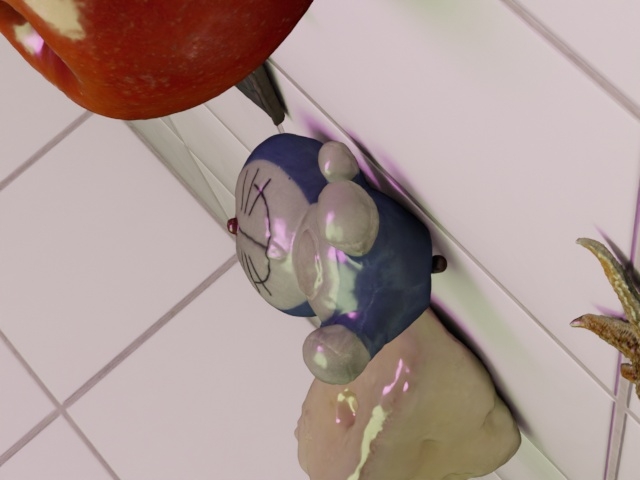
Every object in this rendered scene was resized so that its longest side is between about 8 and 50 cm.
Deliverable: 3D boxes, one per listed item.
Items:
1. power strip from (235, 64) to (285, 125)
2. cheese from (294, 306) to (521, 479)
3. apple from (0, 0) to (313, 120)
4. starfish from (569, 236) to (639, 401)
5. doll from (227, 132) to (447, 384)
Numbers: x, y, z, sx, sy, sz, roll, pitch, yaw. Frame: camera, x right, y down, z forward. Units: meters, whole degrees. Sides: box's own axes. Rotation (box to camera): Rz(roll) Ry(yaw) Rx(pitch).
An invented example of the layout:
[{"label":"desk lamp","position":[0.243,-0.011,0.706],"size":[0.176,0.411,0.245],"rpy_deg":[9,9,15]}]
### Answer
[{"label":"power strip","position":[-0.160,-0.219,1.332],"size":[0.257,0.092,0.251],"rpy_deg":[42,167,21]},{"label":"cheese","position":[0.113,0.168,1.539],"size":[0.174,0.251,0.248],"rpy_deg":[-120,33,-49]},{"label":"apple","position":[-0.099,-0.182,0.756],"size":[0.218,0.201,0.218],"rpy_deg":[40,169,9]},{"label":"starfish","position":[0.219,0.083,0.863],"size":[0.217,0.050,0.223],"rpy_deg":[58,166,-11]},{"label":"doll","position":[0.000,0.000,1.297],"size":[0.258,0.154,0.228],"rpy_deg":[30,128,48]}]
